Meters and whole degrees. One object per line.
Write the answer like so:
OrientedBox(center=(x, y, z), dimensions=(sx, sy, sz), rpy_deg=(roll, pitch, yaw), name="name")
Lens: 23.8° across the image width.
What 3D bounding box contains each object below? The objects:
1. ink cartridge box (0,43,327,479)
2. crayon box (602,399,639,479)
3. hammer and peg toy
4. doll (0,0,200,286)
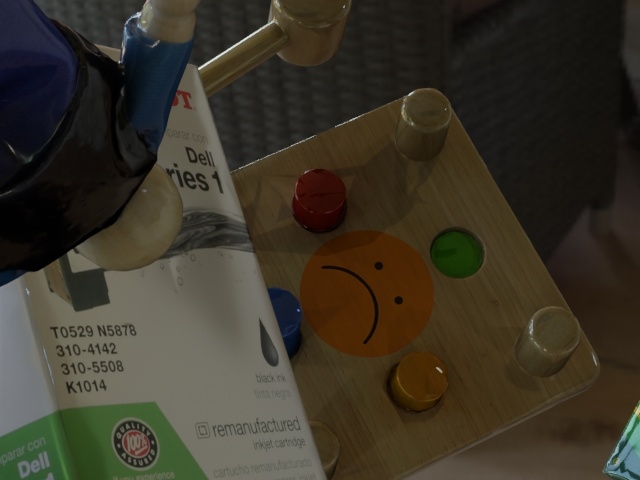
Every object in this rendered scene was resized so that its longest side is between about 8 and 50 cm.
OrientedBox(center=(-0.102, 0.026, 0.648), dimensions=(0.093, 0.219, 0.160), rpy_deg=(-26, -16, 30), name="ink cartridge box")
OrientedBox(center=(0.399, 0.154, 1.167), dimensions=(0.323, 0.083, 0.203), rpy_deg=(18, 75, 50), name="crayon box")
OrientedBox(center=(0.000, 0.000, 1.087), dimensions=(0.266, 0.127, 0.361), rpy_deg=(-25, 72, -12), name="hammer and peg toy")
OrientedBox(center=(-0.083, -0.032, 0.408), dimensions=(0.129, 0.189, 0.046), rpy_deg=(-45, 63, 0), name="doll")
